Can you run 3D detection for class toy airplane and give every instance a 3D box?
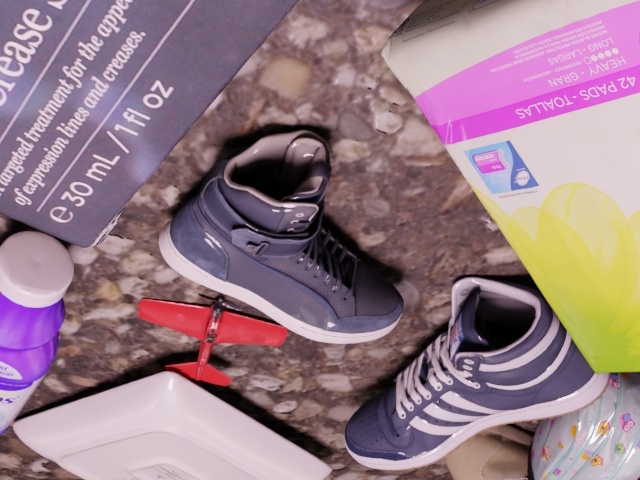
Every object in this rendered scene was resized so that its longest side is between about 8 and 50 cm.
[{"bbox_3d":[-0.114,0.101,0.976,0.151,0.028,0.151,3,140,2],"label":"toy airplane"}]

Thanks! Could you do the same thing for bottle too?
[{"bbox_3d":[-0.310,0.094,0.927,0.118,0.092,0.283,23,137,-21],"label":"bottle"}]

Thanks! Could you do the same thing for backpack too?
[{"bbox_3d":[0.282,0.205,0.999,0.115,0.152,0.182,14,134,-7],"label":"backpack"}]

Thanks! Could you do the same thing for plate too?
[{"bbox_3d":[-0.174,0.255,1.135,0.278,0.045,0.277,-21,137,34],"label":"plate"}]

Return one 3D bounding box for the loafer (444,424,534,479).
[{"bbox_3d":[0.250,0.283,1.128,0.268,0.092,0.102,20,138,-20],"label":"loafer"}]

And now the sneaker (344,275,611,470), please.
[{"bbox_3d":[0.118,0.128,0.943,0.282,0.099,0.153,-24,135,24],"label":"sneaker"}]

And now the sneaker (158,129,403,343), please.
[{"bbox_3d":[-0.001,0.001,0.803,0.226,0.086,0.163,21,140,-20],"label":"sneaker"}]

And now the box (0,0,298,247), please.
[{"bbox_3d":[-0.202,-0.217,0.450,0.395,0.212,0.293,25,136,-24],"label":"box"}]

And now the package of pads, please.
[{"bbox_3d":[0.209,-0.050,0.599,0.229,0.101,0.296,-11,123,52],"label":"package of pads"}]
